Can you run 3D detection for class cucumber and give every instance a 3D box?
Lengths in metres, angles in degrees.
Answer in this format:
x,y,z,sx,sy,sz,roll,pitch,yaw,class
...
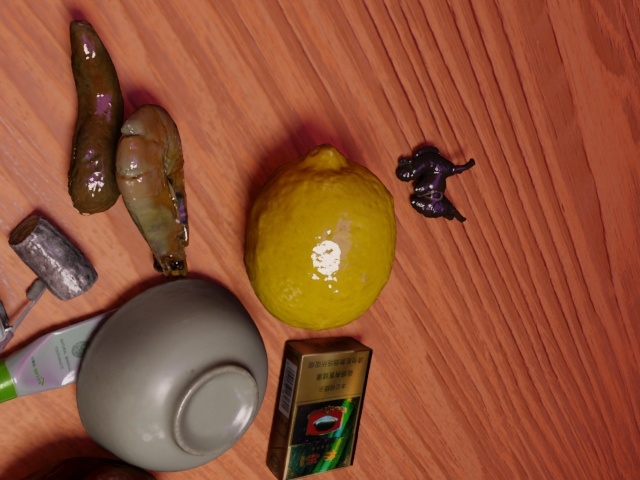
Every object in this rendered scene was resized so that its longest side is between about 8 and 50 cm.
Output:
x,y,z,sx,sy,sz,roll,pitch,yaw,class
-0.337,0.022,0.712,0.064,0.064,0.112,-40,119,-19,cucumber

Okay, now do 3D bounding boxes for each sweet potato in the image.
x,y,z,sx,sy,sz,roll,pitch,yaw,class
-0.278,-0.146,0.697,0.062,0.081,0.233,3,105,-7,sweet potato

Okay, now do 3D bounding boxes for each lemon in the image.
x,y,z,sx,sy,sz,roll,pitch,yaw,class
0.000,0.000,0.835,0.233,0.233,0.289,-6,110,-33,lemon

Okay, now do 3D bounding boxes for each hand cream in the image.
x,y,z,sx,sy,sz,roll,pitch,yaw,class
-0.319,0.149,0.778,0.275,0.050,0.079,-20,141,-34,hand cream

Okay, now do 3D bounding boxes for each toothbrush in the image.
x,y,z,sx,sy,sz,roll,pitch,yaw,class
-0.398,0.131,0.694,0.017,0.014,0.195,29,65,-8,toothbrush

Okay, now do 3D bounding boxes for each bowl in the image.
x,y,z,sx,sy,sz,roll,pitch,yaw,class
-0.179,0.213,0.800,0.289,0.146,0.290,-16,115,-37,bowl

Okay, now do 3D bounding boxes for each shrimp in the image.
x,y,z,sx,sy,sz,roll,pitch,yaw,class
-0.213,-0.054,0.758,0.061,0.145,0.267,0,125,10,shrimp

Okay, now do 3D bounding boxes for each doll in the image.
x,y,z,sx,sy,sz,roll,pitch,yaw,class
0.211,-0.106,1.059,0.165,0.057,0.139,4,103,-26,doll

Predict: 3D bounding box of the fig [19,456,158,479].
x,y,z,sx,sy,sz,roll,pitch,yaw,class
-0.313,0.398,0.747,0.263,0.224,0.224,9,98,-37,fig

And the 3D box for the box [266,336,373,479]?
x,y,z,sx,sy,sz,roll,pitch,yaw,class
-0.002,0.300,1.015,0.159,0.071,0.240,1,102,-37,box

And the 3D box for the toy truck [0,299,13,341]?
x,y,z,sx,sy,sz,roll,pitch,yaw,class
-0.409,0.044,0.625,0.080,0.115,0.178,-21,106,-28,toy truck
